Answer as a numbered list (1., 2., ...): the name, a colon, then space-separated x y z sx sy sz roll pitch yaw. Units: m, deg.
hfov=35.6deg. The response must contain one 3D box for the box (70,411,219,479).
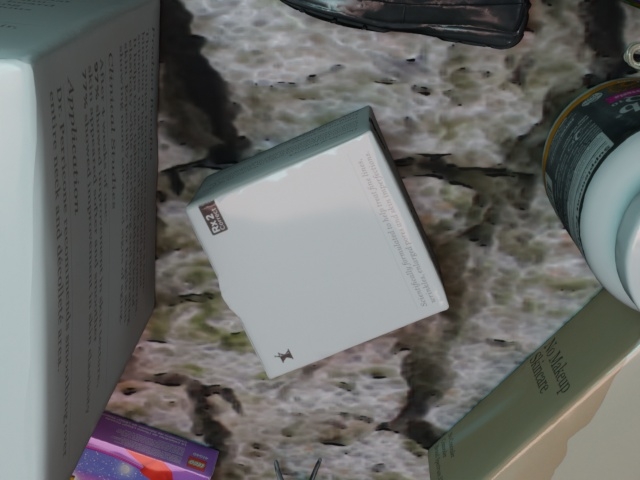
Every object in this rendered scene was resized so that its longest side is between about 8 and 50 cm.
1. box: -0.277 0.269 1.049 0.293 0.057 0.201 20 109 -4

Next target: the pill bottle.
1. pill bottle: 0.279 -0.032 0.805 0.162 0.278 0.162 1 109 2

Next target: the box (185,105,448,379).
1. box: 0.000 0.000 0.913 0.182 0.119 0.181 -22 106 10

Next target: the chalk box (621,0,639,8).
1. chalk box: 0.238 -0.278 0.752 0.289 0.179 0.180 13 110 -37

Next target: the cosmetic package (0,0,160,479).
1. cosmetic package: -0.320 -0.026 0.775 0.327 0.394 0.329 4 108 1

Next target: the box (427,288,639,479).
1. box: 0.254 0.171 0.946 0.121 0.148 0.311 41 104 -10

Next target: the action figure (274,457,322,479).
1. action figure: -0.004 0.369 1.028 0.164 0.141 0.276 -9 111 7

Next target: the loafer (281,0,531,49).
1. loafer: 0.073 -0.218 0.864 0.223 0.076 0.078 7 104 -4

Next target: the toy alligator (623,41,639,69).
1. toy alligator: 0.369 -0.155 0.879 0.189 0.051 0.056 3 108 2
